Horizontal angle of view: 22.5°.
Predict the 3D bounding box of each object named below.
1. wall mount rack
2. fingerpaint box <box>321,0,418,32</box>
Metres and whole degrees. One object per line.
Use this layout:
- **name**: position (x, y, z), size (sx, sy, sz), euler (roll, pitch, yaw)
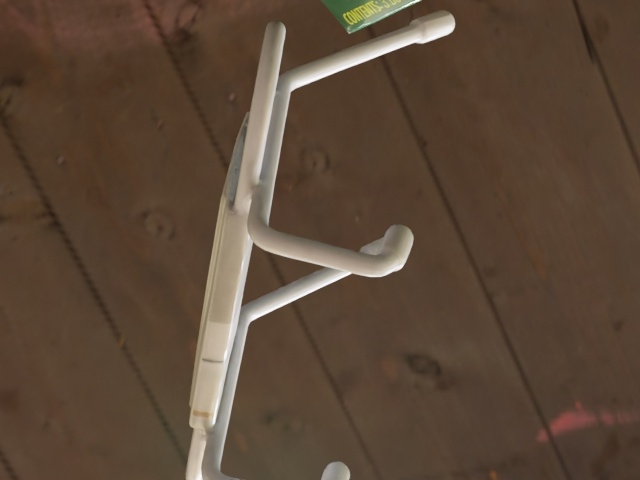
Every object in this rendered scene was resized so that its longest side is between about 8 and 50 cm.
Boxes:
- **wall mount rack**: position (0.000, 0.000, 1.069), size (0.130, 0.304, 0.350), euler (12, -53, -1)
- **fingerpaint box**: position (0.071, -0.400, 1.260), size (0.371, 0.163, 0.445), euler (48, -33, -18)
